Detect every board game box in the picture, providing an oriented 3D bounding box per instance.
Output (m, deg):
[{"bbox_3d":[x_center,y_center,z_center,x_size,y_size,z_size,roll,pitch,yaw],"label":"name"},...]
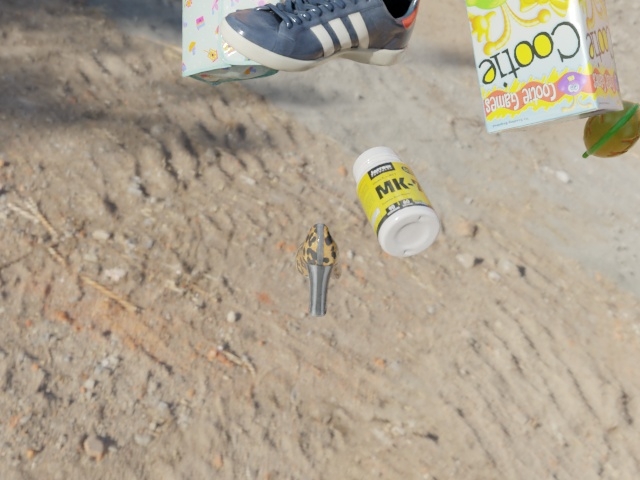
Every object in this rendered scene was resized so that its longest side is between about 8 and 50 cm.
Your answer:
[{"bbox_3d":[0.280,-0.288,0.986,0.144,0.142,0.275,-15,95,-56],"label":"board game box"}]

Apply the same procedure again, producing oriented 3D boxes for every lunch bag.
[{"bbox_3d":[-0.194,-0.492,1.796,0.262,0.223,0.160,-1,-3,38],"label":"lunch bag"}]

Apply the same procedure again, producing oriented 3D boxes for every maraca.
[{"bbox_3d":[0.560,-0.210,1.489,0.099,0.127,0.185,48,1,8],"label":"maraca"}]

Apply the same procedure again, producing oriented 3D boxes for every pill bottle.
[{"bbox_3d":[0.138,-0.078,1.464,0.119,0.119,0.208,7,39,-27],"label":"pill bottle"}]

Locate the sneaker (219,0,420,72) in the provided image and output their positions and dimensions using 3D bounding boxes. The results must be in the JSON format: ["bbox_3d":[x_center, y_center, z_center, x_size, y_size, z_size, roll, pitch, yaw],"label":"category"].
[{"bbox_3d":[0.012,-0.346,1.142,0.350,0.148,0.131,-16,55,-40],"label":"sneaker"}]

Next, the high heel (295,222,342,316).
[{"bbox_3d":[0.000,0.000,1.495,0.093,0.186,0.261,1,31,-3],"label":"high heel"}]
